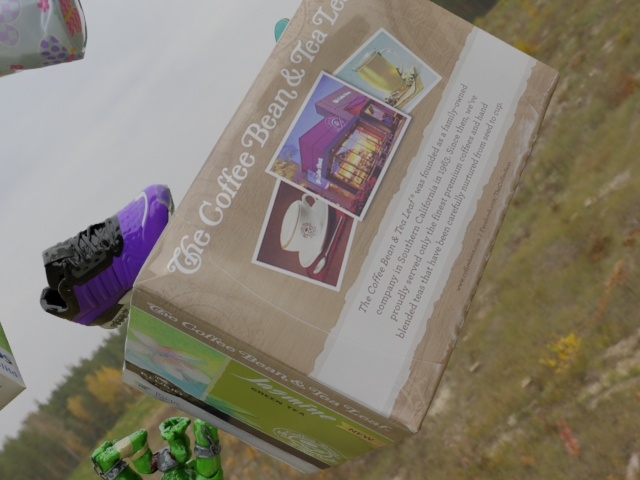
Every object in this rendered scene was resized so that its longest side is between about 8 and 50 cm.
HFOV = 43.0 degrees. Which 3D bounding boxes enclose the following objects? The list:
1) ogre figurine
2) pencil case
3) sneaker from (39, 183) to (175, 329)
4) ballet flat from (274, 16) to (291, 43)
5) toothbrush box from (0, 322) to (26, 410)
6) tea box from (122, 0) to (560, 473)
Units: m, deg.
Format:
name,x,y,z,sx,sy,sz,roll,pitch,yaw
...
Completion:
name,x,y,z,sx,sy,sz,roll,pitch,yaw
ogre figurine,-0.188,0.287,1.015,0.197,0.118,0.097,-26,10,7
pencil case,-0.404,-0.237,0.915,0.273,0.124,0.113,-12,3,0
sneaker,-0.314,0.027,1.152,0.293,0.146,0.102,-51,42,34
ballet flat,-0.017,-0.273,1.263,0.057,0.168,0.052,-39,-19,32
toothbrush box,-0.474,0.072,0.904,0.122,0.206,0.283,-42,47,-4
tea box,0.000,0.000,0.721,0.329,0.220,0.323,-63,2,-24
